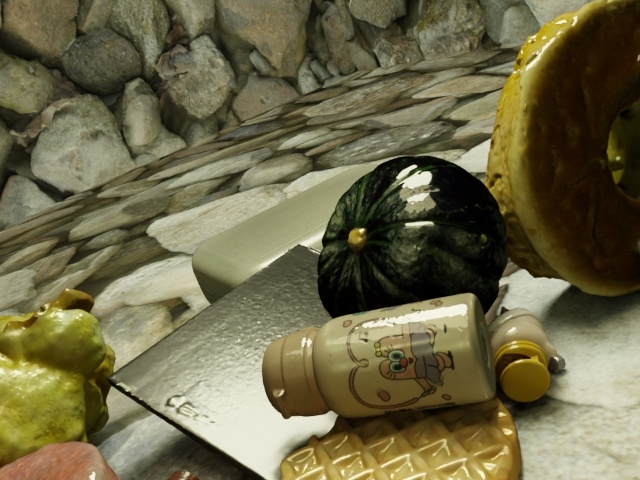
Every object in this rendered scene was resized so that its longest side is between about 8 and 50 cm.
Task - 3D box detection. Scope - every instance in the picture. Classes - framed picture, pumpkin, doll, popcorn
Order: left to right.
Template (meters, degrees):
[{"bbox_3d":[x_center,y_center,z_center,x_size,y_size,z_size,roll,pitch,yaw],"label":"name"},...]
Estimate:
[{"bbox_3d":[-0.331,0.170,0.861,0.266,0.192,0.233,-57,3,10],"label":"popcorn"},{"bbox_3d":[-0.030,0.121,0.896,0.255,0.014,0.339,23,39,30],"label":"framed picture"},{"bbox_3d":[0.096,0.017,0.848,0.162,0.220,0.220,17,-4,-33],"label":"pumpkin"},{"bbox_3d":[0.203,0.109,0.784,0.084,0.073,0.127,15,24,-2],"label":"doll"}]

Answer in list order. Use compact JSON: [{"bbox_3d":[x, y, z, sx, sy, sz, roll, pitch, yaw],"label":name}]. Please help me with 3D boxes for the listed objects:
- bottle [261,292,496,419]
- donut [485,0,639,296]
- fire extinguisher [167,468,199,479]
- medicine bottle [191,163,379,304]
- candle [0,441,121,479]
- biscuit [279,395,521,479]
[{"bbox_3d":[0.050,0.109,0.730,0.209,0.097,0.110,-11,27,18],"label":"bottle"},{"bbox_3d":[0.322,-0.102,0.890,0.330,0.330,0.160,-24,11,-14],"label":"donut"},{"bbox_3d":[-0.158,0.266,0.719,0.056,0.039,0.132,-17,16,32],"label":"fire extinguisher"},{"bbox_3d":[0.000,0.000,1.214,0.375,0.123,0.282,-27,20,-23],"label":"medicine bottle"},{"bbox_3d":[-0.306,0.289,0.618,0.317,0.131,0.287,-17,25,31],"label":"candle"},{"bbox_3d":[0.061,0.202,0.672,0.204,0.040,0.309,2,26,44],"label":"biscuit"}]
